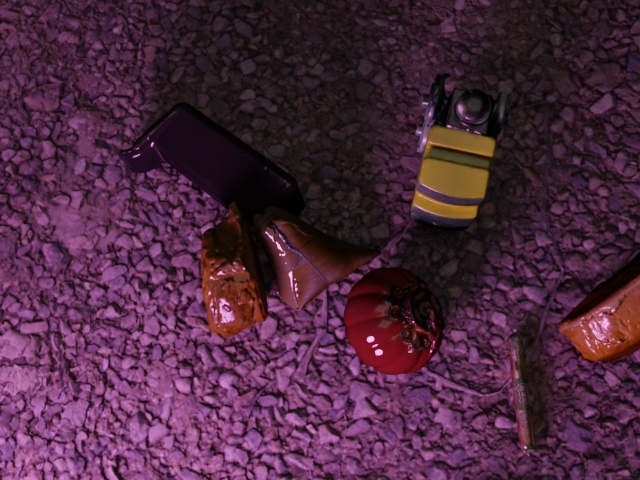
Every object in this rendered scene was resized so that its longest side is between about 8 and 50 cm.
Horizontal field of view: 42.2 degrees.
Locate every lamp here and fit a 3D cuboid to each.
[{"bbox_3d":[0.156,0.163,1.709,0.227,0.227,0.226,0,70,1],"label":"lamp"}]

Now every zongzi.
[{"bbox_3d":[0.000,0.000,1.784,0.256,0.228,0.115,-26,30,-12],"label":"zongzi"}]

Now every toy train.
[{"bbox_3d":[0.275,-0.163,1.726,0.179,0.442,0.272,13,84,5],"label":"toy train"}]

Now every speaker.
[{"bbox_3d":[-0.239,-0.142,1.856,0.388,0.180,0.184,35,81,14],"label":"speaker"}]

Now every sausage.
[{"bbox_3d":[0.422,0.318,1.745,0.033,0.033,0.269,-2,70,0],"label":"sausage"}]

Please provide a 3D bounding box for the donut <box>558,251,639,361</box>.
[{"bbox_3d":[0.650,0.123,1.683,0.330,0.330,0.160,-37,85,-12],"label":"donut"}]

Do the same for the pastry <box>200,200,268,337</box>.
[{"bbox_3d":[-0.191,0.079,1.736,0.132,0.235,0.240,-14,59,0],"label":"pastry"}]
